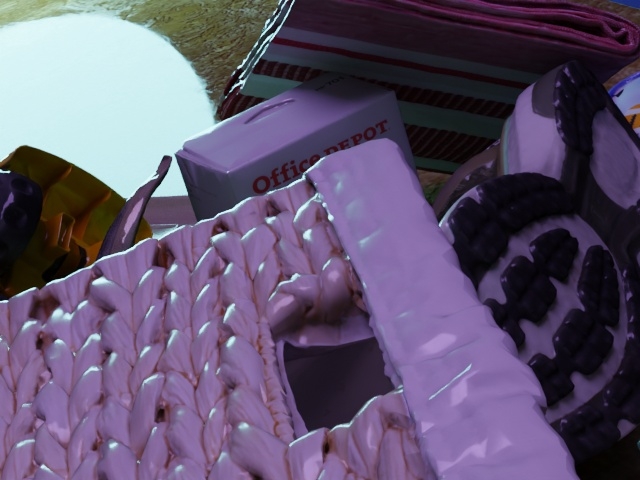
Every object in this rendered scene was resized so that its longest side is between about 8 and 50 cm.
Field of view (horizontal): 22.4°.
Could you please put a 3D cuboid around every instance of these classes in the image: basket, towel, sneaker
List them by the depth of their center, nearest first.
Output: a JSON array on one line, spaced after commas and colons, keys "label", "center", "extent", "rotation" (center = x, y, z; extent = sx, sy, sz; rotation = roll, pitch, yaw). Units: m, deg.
[{"label": "basket", "center": [-0.016, 0.189, 0.605], "extent": [0.266, 0.331, 0.328], "rotation": [-19, 26, -1]}, {"label": "sneaker", "center": [0.097, 0.044, 0.957], "extent": [0.182, 0.158, 0.410], "rotation": [-39, 4, 31]}, {"label": "towel", "center": [0.063, -0.117, 1.188], "extent": [0.237, 0.037, 0.329], "rotation": [10, -14, -12]}]

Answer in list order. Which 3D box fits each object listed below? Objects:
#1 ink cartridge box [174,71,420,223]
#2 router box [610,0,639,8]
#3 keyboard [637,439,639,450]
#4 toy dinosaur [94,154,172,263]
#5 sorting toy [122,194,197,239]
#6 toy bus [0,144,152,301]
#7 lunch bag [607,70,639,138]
[{"label": "ink cartridge box", "center": [0.000, 0.000, 1.116], "extent": [0.140, 0.190, 0.082], "rotation": [-28, 28, -21]}, {"label": "router box", "center": [0.410, -0.237, 1.226], "extent": [0.301, 0.082, 0.335], "rotation": [-20, 26, -23]}, {"label": "keyboard", "center": [0.244, 0.164, 0.862], "extent": [0.072, 0.014, 0.256], "rotation": [-12, 26, -4]}, {"label": "toy dinosaur", "center": [-0.131, 0.062, 1.008], "extent": [0.118, 0.064, 0.268], "rotation": [11, 70, 49]}, {"label": "sorting toy", "center": [-0.193, 0.036, 1.326], "extent": [0.348, 0.047, 0.196], "rotation": [-2, 34, 28]}, {"label": "toy bus", "center": [-0.239, 0.073, 1.165], "extent": [0.211, 0.149, 0.220], "rotation": [-25, 46, 33]}, {"label": "lunch bag", "center": [0.335, -0.058, 1.130], "extent": [0.243, 0.115, 0.303], "rotation": [-20, 25, -1]}]
